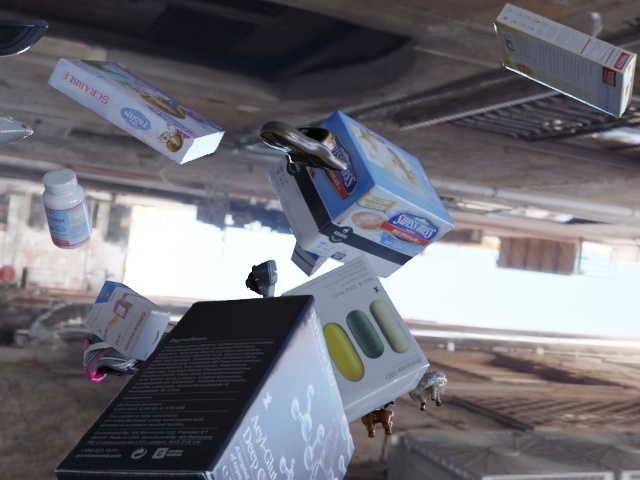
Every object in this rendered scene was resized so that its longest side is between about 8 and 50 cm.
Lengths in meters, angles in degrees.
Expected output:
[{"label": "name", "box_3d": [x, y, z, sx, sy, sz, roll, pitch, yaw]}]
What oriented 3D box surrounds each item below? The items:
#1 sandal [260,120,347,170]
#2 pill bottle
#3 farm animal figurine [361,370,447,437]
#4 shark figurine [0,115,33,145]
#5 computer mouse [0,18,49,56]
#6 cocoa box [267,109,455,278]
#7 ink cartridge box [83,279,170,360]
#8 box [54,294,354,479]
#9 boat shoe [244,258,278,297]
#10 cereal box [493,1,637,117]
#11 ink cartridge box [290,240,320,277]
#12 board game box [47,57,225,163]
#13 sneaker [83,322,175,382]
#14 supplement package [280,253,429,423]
[{"label": "sandal", "box_3d": [-0.019, -0.149, 1.221, 0.090, 0.219, 0.060, 11, -96, 29]}, {"label": "pill bottle", "box_3d": [-0.534, -0.067, 1.705, 0.087, 0.087, 0.160, -114, -161, -50]}, {"label": "farm animal figurine", "box_3d": [0.123, 0.359, 2.159, 0.327, 0.330, 0.172, -32, -143, 26]}, {"label": "shark figurine", "box_3d": [-0.657, -0.147, 1.405, 0.166, 0.278, 0.116, 41, 34, -80]}, {"label": "computer mouse", "box_3d": [-0.572, -0.340, 1.361, 0.184, 0.262, 0.060, -90, -179, -76]}, {"label": "cocoa box", "box_3d": [0.098, -0.095, 1.856, 0.228, 0.347, 0.231, -39, -125, 23]}, {"label": "ink cartridge box", "box_3d": [-0.319, 0.132, 1.340, 0.122, 0.052, 0.088, 27, -89, 31]}, {"label": "box", "box_3d": [-0.126, 0.299, 1.115, 0.395, 0.212, 0.293, -58, 138, -58]}, {"label": "boat shoe", "box_3d": [-0.154, 0.102, 2.056, 0.228, 0.076, 0.080, 125, -44, -75]}, {"label": "cereal box", "box_3d": [0.422, -0.311, 1.407, 0.240, 0.173, 0.047, 31, -95, 23]}, {"label": "ink cartridge box", "box_3d": [0.000, 0.000, 2.141, 0.139, 0.082, 0.191, -46, 173, -21]}, {"label": "board game box", "box_3d": [-0.389, -0.289, 1.790, 0.066, 0.318, 0.318, -59, -178, 12]}, {"label": "sneaker", "box_3d": [-0.469, 0.295, 2.116, 0.121, 0.299, 0.112, 64, 15, -53]}, {"label": "supplement package", "box_3d": [0.061, 0.211, 1.669, 0.263, 0.199, 0.198, 60, -14, 20]}]
